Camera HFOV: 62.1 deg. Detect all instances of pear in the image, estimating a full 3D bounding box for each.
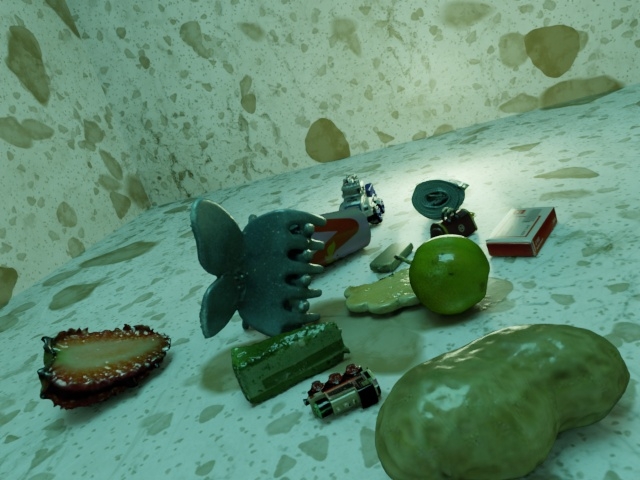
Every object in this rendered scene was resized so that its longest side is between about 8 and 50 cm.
[{"bbox_3d":[0.260,0.068,1.168,0.216,0.166,0.180,16,51,17],"label":"pear"}]

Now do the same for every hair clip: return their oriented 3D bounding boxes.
[{"bbox_3d":[-0.124,0.075,1.276,0.238,0.318,0.392,2,-5,13],"label":"hair clip"}]

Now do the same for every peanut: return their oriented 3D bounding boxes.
[{"bbox_3d":[0.257,0.225,0.746,0.387,0.169,0.192,-22,24,-13],"label":"peanut"}]

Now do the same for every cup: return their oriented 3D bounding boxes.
[{"bbox_3d":[0.000,0.000,1.629,0.288,0.203,0.203,-19,17,-25],"label":"cup"}]

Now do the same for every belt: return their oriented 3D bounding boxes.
[{"bbox_3d":[0.386,-0.144,1.738,0.163,0.147,0.082,24,33,21],"label":"belt"}]

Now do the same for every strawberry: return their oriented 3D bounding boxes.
[{"bbox_3d":[-0.521,0.320,1.301,0.306,0.137,0.233,1,29,-27],"label":"strawberry"}]

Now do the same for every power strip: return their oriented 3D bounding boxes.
[{"bbox_3d":[0.202,0.049,1.522,0.076,0.028,0.169,-3,22,37],"label":"power strip"}]

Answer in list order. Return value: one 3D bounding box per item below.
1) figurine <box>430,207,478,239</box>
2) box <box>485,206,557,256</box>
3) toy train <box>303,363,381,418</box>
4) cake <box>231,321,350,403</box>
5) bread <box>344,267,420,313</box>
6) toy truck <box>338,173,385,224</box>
[{"bbox_3d":[0.388,-0.055,1.546,0.154,0.098,0.082,-30,18,-26],"label":"figurine"},{"bbox_3d":[0.530,-0.024,1.398,0.123,0.050,0.229,-2,24,40],"label":"box"},{"bbox_3d":[0.039,0.281,0.972,0.138,0.050,0.087,-22,22,-12],"label":"toy train"},{"bbox_3d":[-0.067,0.237,1.110,0.235,0.100,0.099,-23,20,-15],"label":"cake"},{"bbox_3d":[0.182,0.126,1.302,0.251,0.039,0.182,-17,19,0],"label":"bread"},{"bbox_3d":[0.135,-0.145,1.909,0.161,0.177,0.213,-11,19,17],"label":"toy truck"}]
